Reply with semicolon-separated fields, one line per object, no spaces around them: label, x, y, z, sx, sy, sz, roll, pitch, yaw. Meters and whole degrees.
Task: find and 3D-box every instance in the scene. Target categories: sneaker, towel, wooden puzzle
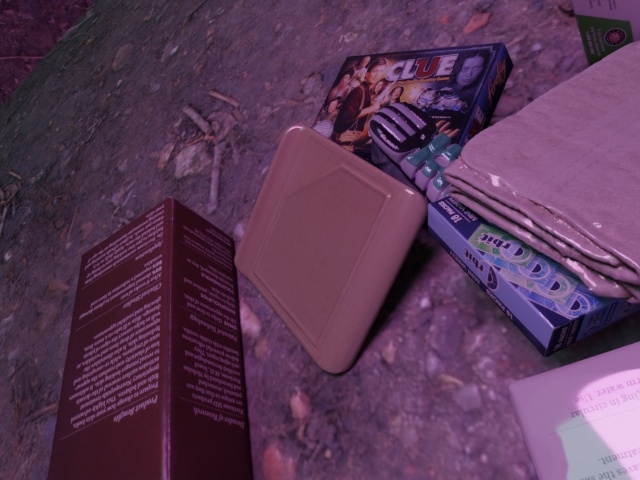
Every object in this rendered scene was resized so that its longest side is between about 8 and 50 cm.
sneaker;0.136;-0.047;0.559;0.083;0.098;0.223;-32;70;-16
towel;0.259;-0.075;0.425;0.282;0.049;0.187;-31;47;-16
wooden puzzle;0.000;0.000;0.618;0.239;0.044;0.220;39;113;42

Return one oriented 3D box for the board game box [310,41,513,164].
board game box;0.103;-0.172;0.682;0.243;0.042;0.165;12;71;42

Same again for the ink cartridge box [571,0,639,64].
ink cartridge box;0.346;-0.267;0.474;0.209;0.153;0.086;-4;60;35

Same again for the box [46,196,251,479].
box;-0.209;0.151;0.658;0.191;0.143;0.381;-29;47;21

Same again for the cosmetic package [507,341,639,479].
cosmetic package;0.252;0.224;0.232;0.197;0.155;0.365;-26;51;22

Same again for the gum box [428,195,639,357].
gum box;0.211;-0.008;0.435;0.185;0.041;0.157;-23;46;-11
